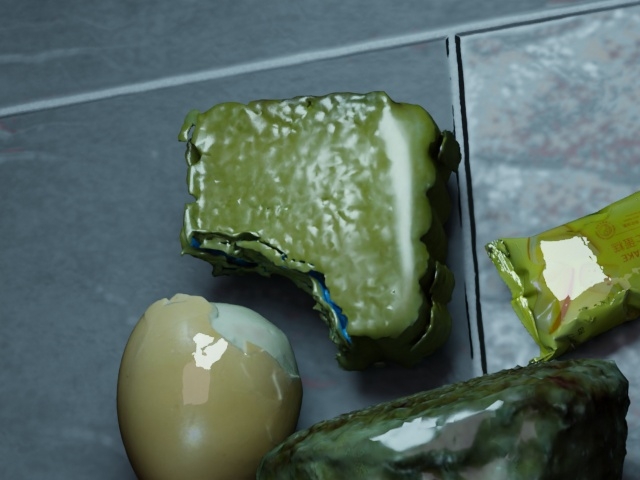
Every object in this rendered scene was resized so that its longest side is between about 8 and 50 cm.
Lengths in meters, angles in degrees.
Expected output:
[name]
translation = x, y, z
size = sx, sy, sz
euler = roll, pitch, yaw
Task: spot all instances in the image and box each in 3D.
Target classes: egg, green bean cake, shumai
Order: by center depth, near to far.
[shumai]
translation = 0.159, 0.301, 1.693
size = 0.395, 0.395, 0.348
euler = -21, 84, 7
[egg]
translation = -0.121, 0.175, 1.879
size = 0.201, 0.201, 0.244
euler = 3, 70, 19
[green bean cake]
translation = 0.000, 0.000, 1.938
size = 0.310, 0.202, 0.285
euler = 2, 77, 19

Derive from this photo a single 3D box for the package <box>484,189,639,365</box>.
[package]
translation = 0.300, 0.035, 1.875
size = 0.226, 0.090, 0.168
euler = -23, 63, 3
